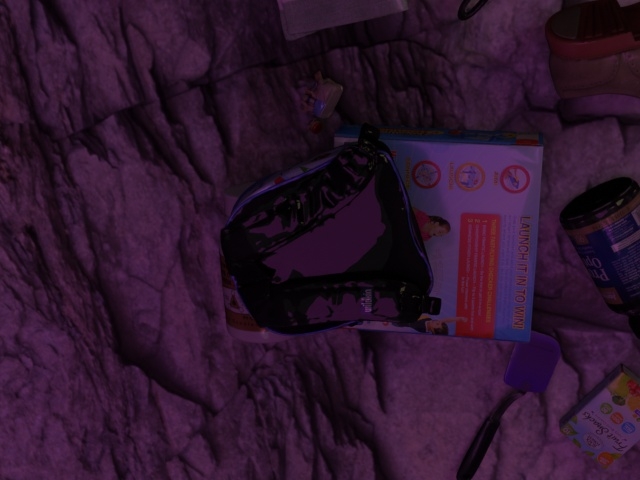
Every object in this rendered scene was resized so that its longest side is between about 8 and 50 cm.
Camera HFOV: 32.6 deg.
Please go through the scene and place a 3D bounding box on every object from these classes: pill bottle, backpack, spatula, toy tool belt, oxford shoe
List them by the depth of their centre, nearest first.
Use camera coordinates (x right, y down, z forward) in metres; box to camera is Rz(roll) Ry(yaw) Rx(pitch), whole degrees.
[{"bbox_3d":[0.486,-0.265,1.502,0.348,0.123,0.130,-2,134,11],"label":"oxford shoe"},{"bbox_3d":[0.000,0.000,1.518,0.263,0.213,0.277,-19,98,-1],"label":"backpack"},{"bbox_3d":[0.448,0.029,1.583,0.122,0.123,0.219,-28,100,18],"label":"pill bottle"},{"bbox_3d":[-0.005,-0.207,1.640,0.051,0.052,0.083,39,111,31],"label":"toy tool belt"},{"bbox_3d":[-0.089,0.031,1.686,0.131,0.131,0.229,0,108,11],"label":"pill bottle"},{"bbox_3d":[0.290,0.273,1.743,0.084,0.030,0.296,16,116,-20],"label":"spatula"}]

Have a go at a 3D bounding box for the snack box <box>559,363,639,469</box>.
[{"bbox_3d":[0.457,0.275,1.708,0.100,0.037,0.141,41,111,-3],"label":"snack box"}]

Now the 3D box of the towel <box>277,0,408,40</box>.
[{"bbox_3d":[-0.021,-0.448,1.498,0.248,0.038,0.325,-2,112,49],"label":"towel"}]

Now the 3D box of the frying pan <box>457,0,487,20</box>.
[{"bbox_3d":[0.323,-0.437,1.482,0.197,0.053,0.326,11,122,-10],"label":"frying pan"}]

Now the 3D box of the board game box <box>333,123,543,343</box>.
[{"bbox_3d":[0.173,-0.013,1.644,0.302,0.086,0.308,4,109,10],"label":"board game box"}]
